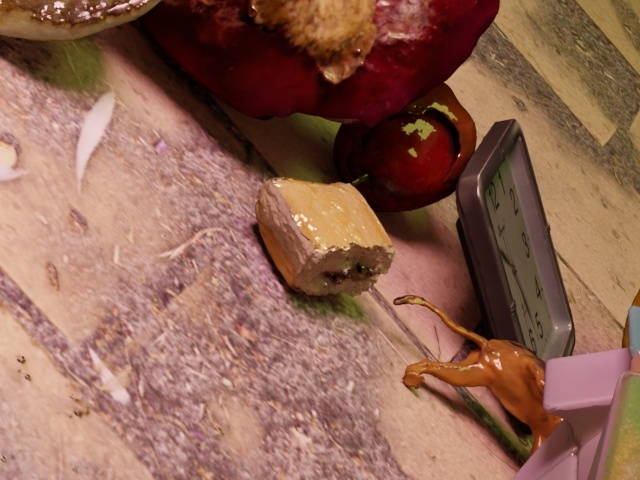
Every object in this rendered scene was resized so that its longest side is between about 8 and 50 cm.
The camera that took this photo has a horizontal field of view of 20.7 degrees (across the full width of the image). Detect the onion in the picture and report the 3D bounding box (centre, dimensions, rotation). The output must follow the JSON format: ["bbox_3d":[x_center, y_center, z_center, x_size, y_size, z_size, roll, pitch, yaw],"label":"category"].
[{"bbox_3d":[-0.020,-0.317,1.756,0.398,0.398,0.420,41,3,-17],"label":"onion"}]

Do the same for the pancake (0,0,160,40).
[{"bbox_3d":[-0.230,-0.276,1.504,0.253,0.037,0.253,4,68,-9],"label":"pancake"}]

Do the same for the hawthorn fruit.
[{"bbox_3d":[0.079,-0.095,1.825,0.172,0.148,0.148,-28,78,-43],"label":"hawthorn fruit"}]

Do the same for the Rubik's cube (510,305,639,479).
[{"bbox_3d":[0.324,0.250,1.433,0.387,0.368,0.358,43,23,-13],"label":"Rubik's cube"}]

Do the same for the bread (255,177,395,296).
[{"bbox_3d":[0.000,-0.001,1.615,0.125,0.082,0.106,3,40,-46],"label":"bread"}]

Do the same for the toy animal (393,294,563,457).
[{"bbox_3d":[0.175,0.130,1.671,0.255,0.114,0.116,47,27,-7],"label":"toy animal"}]

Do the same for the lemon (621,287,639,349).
[{"bbox_3d":[0.497,0.136,1.978,0.336,0.336,0.336,38,26,-23],"label":"lemon"}]

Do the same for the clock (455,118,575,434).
[{"bbox_3d":[0.202,0.033,1.838,0.273,0.049,0.279,-50,126,-67],"label":"clock"}]
